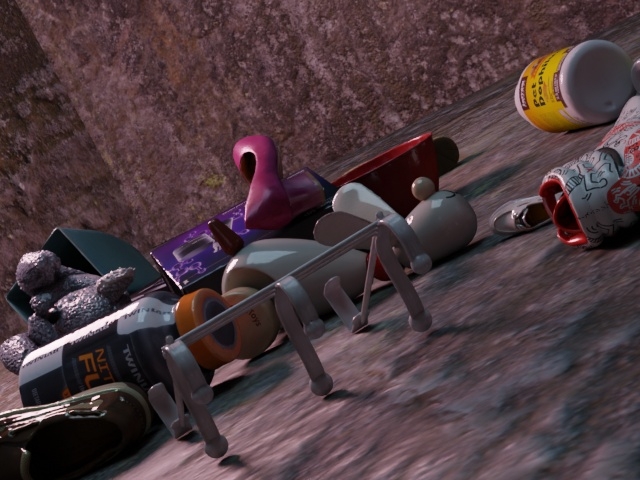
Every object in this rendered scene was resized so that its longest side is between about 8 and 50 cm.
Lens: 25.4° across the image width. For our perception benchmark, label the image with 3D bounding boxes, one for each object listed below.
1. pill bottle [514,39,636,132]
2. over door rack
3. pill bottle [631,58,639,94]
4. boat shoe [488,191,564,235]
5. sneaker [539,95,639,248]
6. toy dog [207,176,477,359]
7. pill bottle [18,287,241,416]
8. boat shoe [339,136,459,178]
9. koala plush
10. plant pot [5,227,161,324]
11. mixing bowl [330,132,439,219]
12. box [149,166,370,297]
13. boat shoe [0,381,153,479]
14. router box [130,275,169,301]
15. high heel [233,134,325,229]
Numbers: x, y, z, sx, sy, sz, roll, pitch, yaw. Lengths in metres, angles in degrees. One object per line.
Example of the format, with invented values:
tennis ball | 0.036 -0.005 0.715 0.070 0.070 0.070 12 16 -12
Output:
pill bottle | 0.359 -0.218 2.049 0.117 0.117 0.215 -30 6 -14
over door rack | -0.028 0.102 1.313 0.239 0.108 0.324 -30 -8 -14
pill bottle | 0.483 -0.240 1.940 0.116 0.065 0.065 -31 7 -31
boat shoe | 0.219 -0.026 1.509 0.100 0.035 0.035 -16 9 34
sneaker | 0.273 -0.067 1.339 0.145 0.090 0.270 -25 9 7
toy dog | 0.000 0.000 1.657 0.333 0.161 0.220 -29 7 -3
pill bottle | -0.209 0.138 1.599 0.245 0.130 0.130 -26 7 25
boat shoe | 0.128 -0.112 2.420 0.223 0.080 0.073 -24 0 -6
koala plush | -0.342 0.118 2.120 0.203 0.196 0.221 14 -11 -27
plant pot | -0.376 0.088 2.442 0.165 0.166 0.234 -51 -18 18
mixing bowl | 0.105 -0.074 2.085 0.181 0.098 0.181 -27 7 4
box | -0.083 0.017 1.968 0.261 0.103 0.184 -30 26 -11
boat shoe | -0.305 0.224 1.505 0.257 0.095 0.095 -27 12 13
router box | -0.147 0.051 2.253 0.243 0.081 0.309 -34 8 -36
high heel | -0.096 -0.076 1.946 0.117 0.082 0.244 -21 34 -20
